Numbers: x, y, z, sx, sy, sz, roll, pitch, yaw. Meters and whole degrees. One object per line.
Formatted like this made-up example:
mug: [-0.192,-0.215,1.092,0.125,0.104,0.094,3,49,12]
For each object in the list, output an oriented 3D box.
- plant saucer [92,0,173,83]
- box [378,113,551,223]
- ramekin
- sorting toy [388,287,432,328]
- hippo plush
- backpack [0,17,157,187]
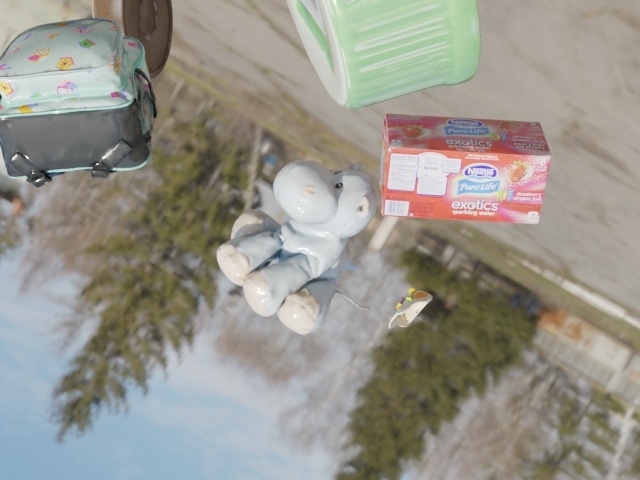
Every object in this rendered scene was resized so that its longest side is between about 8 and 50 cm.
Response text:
plant saucer: [-0.345,-0.427,2.223,0.050,0.311,0.310,2,174,15]
box: [0.225,-0.115,1.859,0.257,0.128,0.123,3,-146,-2]
ramekin: [0.047,-0.293,1.286,0.303,0.148,0.303,159,90,-84]
sorting toy: [0.154,0.130,2.150,0.045,0.083,0.075,43,-140,8]
hippo plush: [0.000,0.000,1.919,0.294,0.236,0.234,18,-142,-20]
backpack: [-0.261,-0.158,1.254,0.166,0.144,0.188,-8,-155,3]
